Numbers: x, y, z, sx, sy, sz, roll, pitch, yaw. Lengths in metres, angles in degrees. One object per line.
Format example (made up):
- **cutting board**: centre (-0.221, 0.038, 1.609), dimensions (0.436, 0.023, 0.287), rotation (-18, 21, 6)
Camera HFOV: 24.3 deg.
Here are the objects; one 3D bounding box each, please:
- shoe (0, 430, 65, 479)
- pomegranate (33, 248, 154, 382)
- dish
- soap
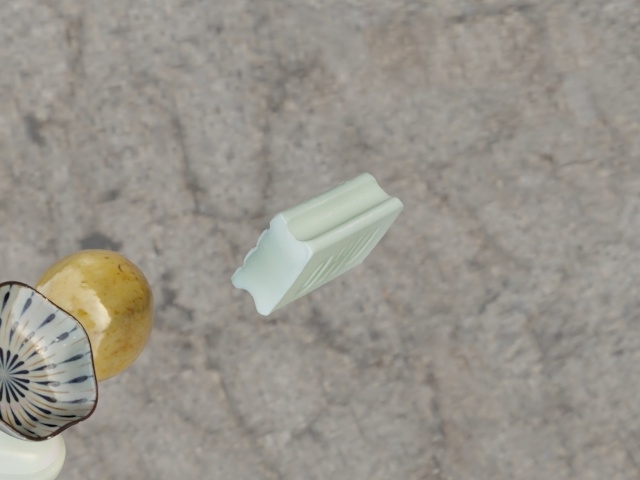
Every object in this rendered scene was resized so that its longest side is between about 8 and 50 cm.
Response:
- **shoe**: centre (-0.462, 0.166, 1.763), dimensions (0.363, 0.132, 0.160), rotation (25, 141, -2)
- **pomegranate**: centre (-0.317, 0.104, 1.996), dimensions (0.196, 0.196, 0.196), rotation (14, 111, 41)
- **dish**: centre (-0.335, 0.142, 1.617), dimensions (0.066, 0.190, 0.191), rotation (-35, 77, 37)
- **soap**: centre (0.000, 0.000, 1.691), dimensions (0.066, 0.198, 0.119), rotation (47, 127, 12)
